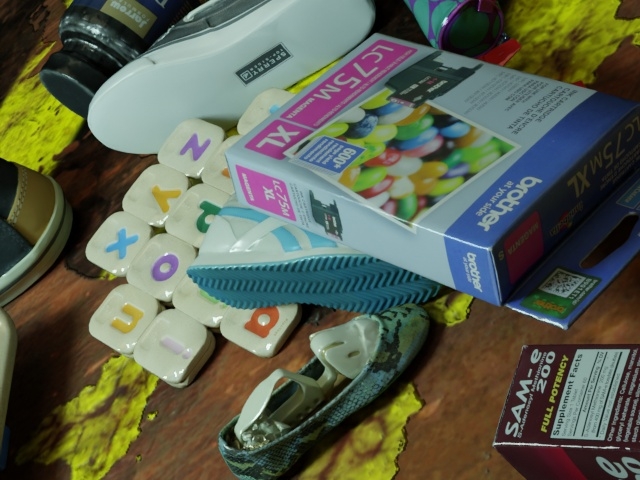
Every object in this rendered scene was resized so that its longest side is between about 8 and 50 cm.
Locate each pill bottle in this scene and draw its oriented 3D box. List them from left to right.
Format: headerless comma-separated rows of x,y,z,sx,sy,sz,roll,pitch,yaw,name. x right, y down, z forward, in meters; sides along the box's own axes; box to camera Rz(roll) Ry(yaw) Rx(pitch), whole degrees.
-0.194,-0.232,1.560,0.123,0.123,0.219,10,62,47,pill bottle

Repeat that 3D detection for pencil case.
0.110,-0.215,1.309,0.070,0.064,0.152,-50,35,19,pencil case

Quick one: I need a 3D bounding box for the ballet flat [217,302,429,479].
0.000,0.105,1.107,0.188,0.070,0.070,-45,37,-1,ballet flat

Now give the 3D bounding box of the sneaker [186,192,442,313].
0.000,0.000,1.172,0.228,0.087,0.092,2,58,34,sneaker

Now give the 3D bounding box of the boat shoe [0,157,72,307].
-0.482,0.067,1.518,0.500,0.156,0.187,-35,40,14,boat shoe

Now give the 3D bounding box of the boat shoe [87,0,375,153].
-0.090,-0.187,1.435,0.301,0.108,0.102,-29,40,15,boat shoe

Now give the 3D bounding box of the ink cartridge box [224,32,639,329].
0.101,-0.055,1.091,0.311,0.065,0.186,24,52,38,ink cartridge box

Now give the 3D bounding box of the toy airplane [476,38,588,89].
0.143,-0.108,1.206,0.151,0.028,0.151,-23,42,23,toy airplane

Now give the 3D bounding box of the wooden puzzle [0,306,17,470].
-0.392,0.260,1.321,0.322,0.080,0.348,-26,45,23,wooden puzzle

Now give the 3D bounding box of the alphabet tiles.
-0.082,-0.009,1.315,0.278,0.021,0.284,23,72,45,alphabet tiles

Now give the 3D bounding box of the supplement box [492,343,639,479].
0.232,0.118,0.825,0.239,0.130,0.073,-4,53,42,supplement box
